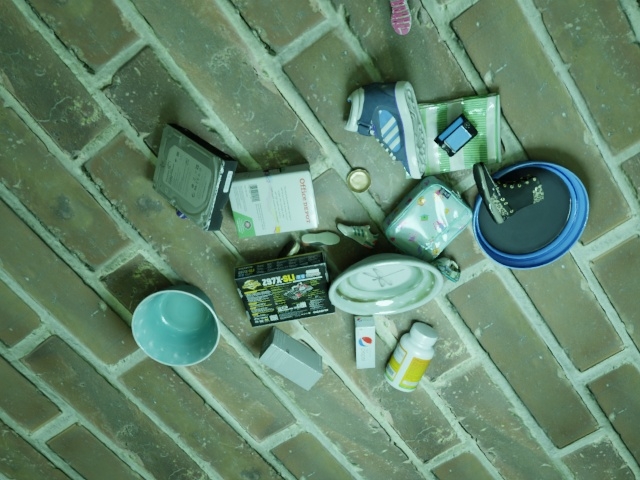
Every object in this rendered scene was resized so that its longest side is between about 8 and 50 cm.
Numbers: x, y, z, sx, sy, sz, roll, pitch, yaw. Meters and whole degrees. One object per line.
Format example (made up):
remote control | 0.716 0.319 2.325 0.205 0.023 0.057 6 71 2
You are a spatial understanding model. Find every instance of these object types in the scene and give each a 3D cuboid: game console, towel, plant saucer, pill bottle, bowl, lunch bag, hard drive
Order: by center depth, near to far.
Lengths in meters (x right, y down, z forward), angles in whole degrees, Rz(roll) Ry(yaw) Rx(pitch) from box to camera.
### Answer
hard drive | -0.407 -0.204 1.699 0.064 0.339 0.237 -4 121 -47
game console | 0.435 -0.334 1.727 0.122 0.071 0.107 -42 107 17
towel | 0.430 -0.344 1.780 0.325 0.038 0.248 -9 113 3
plant saucer | 0.132 -0.204 1.847 0.083 0.015 0.083 0 112 0
lunch bag | 0.374 -0.068 1.855 0.224 0.108 0.279 39 107 -15
bowl | 0.716 -0.090 1.866 0.391 0.077 0.391 0 112 0
plant saucer | 0.224 0.139 1.890 0.400 0.100 0.400 -3 148 -2
bowl | -0.509 0.283 1.966 0.311 0.163 0.311 0 113 0
pill bottle | 0.349 0.440 2.049 0.136 0.136 0.245 19 111 -8

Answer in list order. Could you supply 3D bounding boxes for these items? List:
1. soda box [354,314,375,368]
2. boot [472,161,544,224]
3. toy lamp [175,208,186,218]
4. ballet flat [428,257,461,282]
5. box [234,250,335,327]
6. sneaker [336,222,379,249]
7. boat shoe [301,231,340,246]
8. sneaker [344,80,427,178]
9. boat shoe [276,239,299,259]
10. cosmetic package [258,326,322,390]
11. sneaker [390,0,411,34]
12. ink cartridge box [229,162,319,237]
soda box | 0.168 0.385 2.043 0.074 0.069 0.216 -3 124 1
boot | 0.606 -0.183 1.741 0.178 0.085 0.236 -27 116 8
toy lamp | -0.397 -0.155 1.788 0.080 0.080 0.275 42 130 -16
ballet flat | 0.445 0.094 1.917 0.070 0.070 0.188 -43 142 16
box | -0.122 0.178 1.932 0.322 0.079 0.257 -11 128 2
sneaker | 0.133 -0.034 1.904 0.161 0.057 0.075 30 92 -11
boat shoe | 0.000 0.000 1.918 0.137 0.049 0.043 -1 155 -2
sneaker | 0.200 -0.345 1.729 0.236 0.130 0.323 -2 120 31
boat shoe | -0.120 0.078 1.943 0.072 0.068 0.190 25 122 -24
cosmetic package | -0.111 0.452 2.059 0.238 0.127 0.107 32 110 -14
sneaker | 0.243 -0.707 1.615 0.063 0.075 0.170 2 137 26
ink cartridge box | -0.155 -0.136 1.819 0.278 0.117 0.201 -8 112 4
